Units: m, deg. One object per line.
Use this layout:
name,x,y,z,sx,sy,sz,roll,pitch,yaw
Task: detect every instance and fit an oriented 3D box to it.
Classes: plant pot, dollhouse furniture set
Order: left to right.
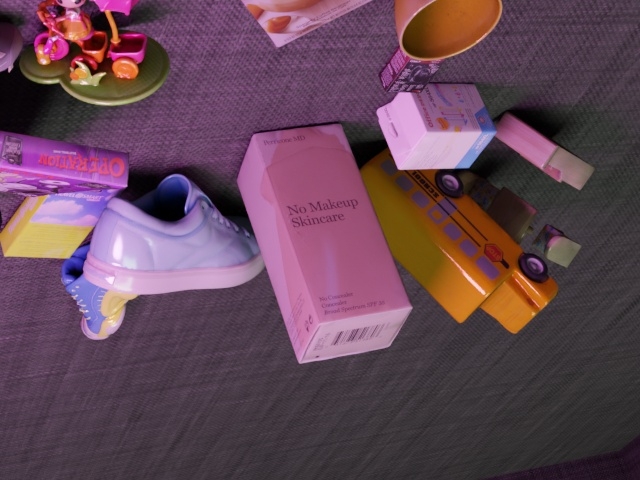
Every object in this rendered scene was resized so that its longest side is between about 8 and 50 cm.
plant pot,0.144,-0.301,1.676,0.134,0.095,0.134,-17,153,-9
dollhouse furniture set,0.296,-0.056,2.130,0.161,0.212,0.242,20,107,-55

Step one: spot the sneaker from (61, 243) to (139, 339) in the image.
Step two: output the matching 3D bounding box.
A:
sneaker,-0.344,0.066,2.054,0.126,0.091,0.240,16,139,-24

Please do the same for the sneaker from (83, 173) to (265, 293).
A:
sneaker,-0.177,-0.019,1.935,0.366,0.135,0.150,-14,125,-58

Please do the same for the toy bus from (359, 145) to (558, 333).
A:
toy bus,0.193,0.005,2.035,0.130,0.333,0.108,-37,170,-43

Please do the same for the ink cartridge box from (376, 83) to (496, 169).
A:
ink cartridge box,0.160,-0.163,1.949,0.143,0.092,0.090,-4,148,-32

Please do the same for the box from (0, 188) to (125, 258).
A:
box,-0.356,-0.040,1.868,0.109,0.042,0.178,3,144,-41

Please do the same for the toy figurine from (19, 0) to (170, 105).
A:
toy figurine,-0.257,-0.252,1.503,0.173,0.130,0.159,5,138,3

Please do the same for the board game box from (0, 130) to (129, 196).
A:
board game box,-0.416,-0.096,1.532,0.346,0.056,0.208,8,169,-43

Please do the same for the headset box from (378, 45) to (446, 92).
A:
headset box,0.127,-0.238,1.852,0.062,0.032,0.083,-4,148,-31

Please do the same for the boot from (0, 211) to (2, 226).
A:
boot,-0.562,-0.032,1.710,0.229,0.091,0.263,-28,149,26

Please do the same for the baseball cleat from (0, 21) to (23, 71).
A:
baseball cleat,-0.389,-0.211,1.439,0.206,0.072,0.109,-46,150,-49

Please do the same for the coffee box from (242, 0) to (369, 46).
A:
coffee box,-0.047,-0.331,1.480,0.141,0.098,0.246,-26,153,10

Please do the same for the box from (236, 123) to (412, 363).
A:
box,0.000,0.000,1.896,0.148,0.311,0.121,-10,152,-22
